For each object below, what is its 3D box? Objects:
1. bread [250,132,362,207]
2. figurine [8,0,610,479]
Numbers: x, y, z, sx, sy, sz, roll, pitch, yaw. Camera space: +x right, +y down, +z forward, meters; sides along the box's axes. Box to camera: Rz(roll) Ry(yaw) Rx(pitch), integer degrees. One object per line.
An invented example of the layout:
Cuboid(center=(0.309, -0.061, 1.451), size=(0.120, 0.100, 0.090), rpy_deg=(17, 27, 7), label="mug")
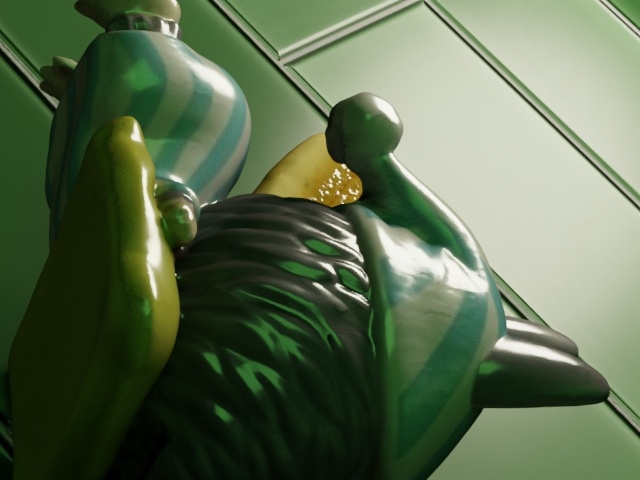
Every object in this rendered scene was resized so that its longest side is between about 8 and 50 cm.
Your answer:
Cuboid(center=(0.000, 0.001, 1.080), size=(0.134, 0.085, 0.173), rpy_deg=(37, 47, 9), label="bread")
Cuboid(center=(-0.007, 0.040, 0.934), size=(0.377, 0.266, 0.361), rpy_deg=(12, 57, -25), label="figurine")
